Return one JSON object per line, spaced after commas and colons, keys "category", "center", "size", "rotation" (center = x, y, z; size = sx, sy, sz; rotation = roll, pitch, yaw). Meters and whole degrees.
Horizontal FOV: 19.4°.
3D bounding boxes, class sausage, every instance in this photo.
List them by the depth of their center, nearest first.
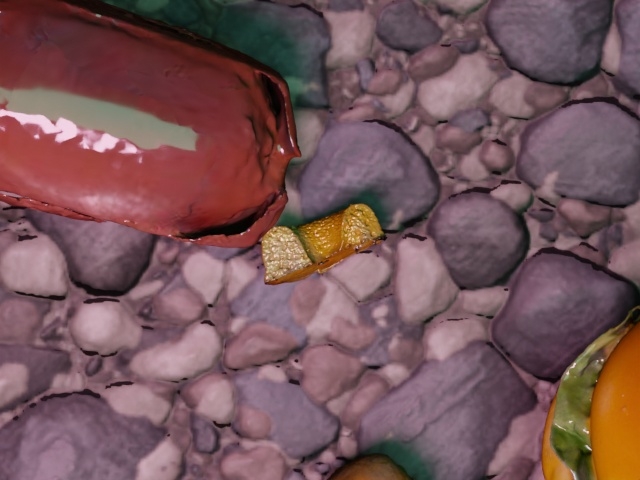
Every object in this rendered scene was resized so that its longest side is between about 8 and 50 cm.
{"category": "sausage", "center": [-0.149, -0.084, 1.270], "size": [0.280, 0.152, 0.152], "rotation": [16, 88, -11]}

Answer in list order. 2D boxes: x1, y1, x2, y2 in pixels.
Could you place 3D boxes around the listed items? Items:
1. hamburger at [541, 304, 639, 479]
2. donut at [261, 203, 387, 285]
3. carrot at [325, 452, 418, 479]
{"category": "hamburger", "center": [0.282, 0.148, 1.308], "size": [0.246, 0.170, 0.246], "rotation": [8, 69, -21]}
{"category": "donut", "center": [0.000, 0.000, 1.340], "size": [0.083, 0.067, 0.038], "rotation": [-27, 76, 25]}
{"category": "carrot", "center": [-0.036, 0.277, 1.337], "size": [0.078, 0.078, 0.298], "rotation": [40, 89, -8]}
